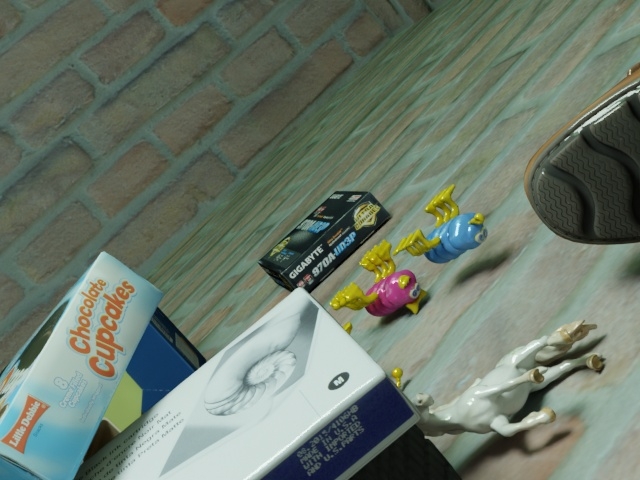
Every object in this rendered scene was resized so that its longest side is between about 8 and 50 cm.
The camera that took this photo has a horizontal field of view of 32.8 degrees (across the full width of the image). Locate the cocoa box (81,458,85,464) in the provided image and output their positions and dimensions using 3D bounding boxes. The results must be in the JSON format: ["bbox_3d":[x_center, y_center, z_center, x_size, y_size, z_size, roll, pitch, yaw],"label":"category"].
[{"bbox_3d":[-0.396,0.333,0.951,0.347,0.228,0.231,-66,-2,-55],"label":"cocoa box"}]

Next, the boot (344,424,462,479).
[{"bbox_3d":[-0.025,0.242,0.623,0.223,0.118,0.338,-42,5,23],"label":"boot"}]

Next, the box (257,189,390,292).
[{"bbox_3d":[0.000,0.000,1.632,0.175,0.051,0.220,-42,10,-6],"label":"box"}]

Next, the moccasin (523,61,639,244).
[{"bbox_3d":[0.320,-0.125,0.791,0.380,0.139,0.147,-38,10,13],"label":"moccasin"}]

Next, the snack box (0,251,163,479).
[{"bbox_3d":[-0.239,0.166,0.769,0.322,0.060,0.187,-44,17,35],"label":"snack box"}]

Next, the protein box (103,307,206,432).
[{"bbox_3d":[-0.270,0.162,1.529,0.136,0.200,0.201,-41,10,-3],"label":"protein box"}]

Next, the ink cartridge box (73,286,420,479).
[{"bbox_3d":[-0.072,0.124,0.677,0.223,0.045,0.224,-39,21,-6],"label":"ink cartridge box"}]

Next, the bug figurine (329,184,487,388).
[{"bbox_3d":[0.058,0.077,1.075,0.279,0.072,0.216,-52,8,-26],"label":"bug figurine"}]

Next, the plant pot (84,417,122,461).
[{"bbox_3d":[-0.257,0.289,1.266,0.109,0.109,0.096,-47,0,-29],"label":"plant pot"}]

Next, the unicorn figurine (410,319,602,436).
[{"bbox_3d":[0.123,0.105,0.759,0.162,0.060,0.111,-10,-10,-41],"label":"unicorn figurine"}]
